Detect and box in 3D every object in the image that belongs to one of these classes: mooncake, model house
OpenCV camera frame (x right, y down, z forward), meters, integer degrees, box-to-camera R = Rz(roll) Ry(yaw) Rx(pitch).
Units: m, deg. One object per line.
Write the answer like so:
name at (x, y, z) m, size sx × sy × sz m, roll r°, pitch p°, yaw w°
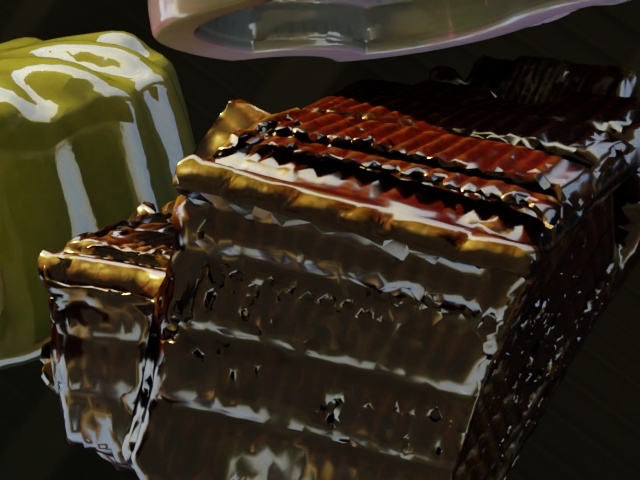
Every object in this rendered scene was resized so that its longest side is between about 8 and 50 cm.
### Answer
mooncake at (-0.248, -0.030, 1.245) m, size 0.351 × 0.351 × 0.187 m, roll -7°, pitch -77°, yaw 13°
model house at (0.000, 0.000, 0.939) m, size 0.317 × 0.282 × 0.297 m, roll 14°, pitch -102°, yaw 19°

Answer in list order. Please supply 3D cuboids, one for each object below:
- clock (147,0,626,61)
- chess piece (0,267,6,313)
clock at (0.066, -0.185, 1.053) m, size 0.338 × 0.338 × 0.102 m, roll -8°, pitch -93°, yaw 13°
chess piece at (-0.272, 0.101, 0.916) m, size 0.144 × 0.144 × 0.251 m, roll 8°, pitch -129°, yaw 15°
